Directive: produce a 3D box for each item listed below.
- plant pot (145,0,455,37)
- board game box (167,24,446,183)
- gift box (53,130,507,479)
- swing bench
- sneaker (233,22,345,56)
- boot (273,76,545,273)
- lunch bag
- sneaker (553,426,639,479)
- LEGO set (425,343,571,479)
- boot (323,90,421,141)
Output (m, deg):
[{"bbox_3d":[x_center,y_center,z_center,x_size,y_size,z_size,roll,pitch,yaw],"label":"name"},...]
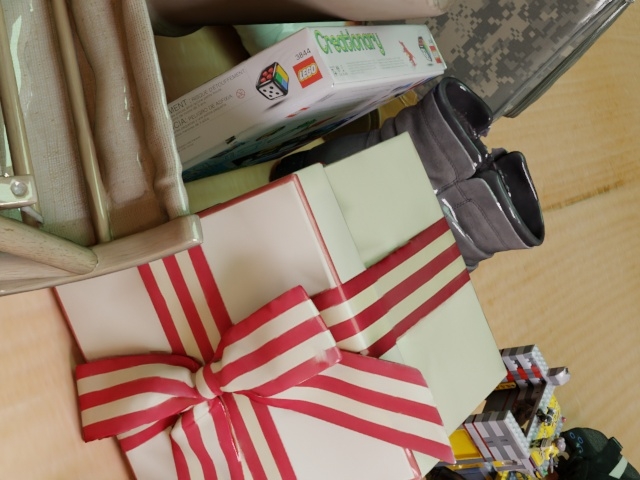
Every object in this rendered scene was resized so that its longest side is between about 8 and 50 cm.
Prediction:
[{"bbox_3d":[-0.016,-0.296,1.045,0.323,0.280,0.323,16,90,-75],"label":"plant pot"},{"bbox_3d":[-0.026,-0.114,1.107,0.053,0.193,0.305,65,22,0],"label":"board game box"},{"bbox_3d":[-0.012,0.086,0.996,0.276,0.255,0.258,64,28,0],"label":"gift box"},{"bbox_3d":[-0.218,-0.104,0.765,0.254,0.165,0.253,7,68,-62],"label":"swing bench"},{"bbox_3d":[-0.036,-0.305,1.327,0.169,0.108,0.292,50,37,-36],"label":"sneaker"},{"bbox_3d":[0.118,0.029,1.267,0.338,0.222,0.118,59,31,-20],"label":"boot"},{"bbox_3d":[0.233,-0.292,1.549,0.212,0.305,0.256,46,24,3],"label":"lunch bag"},{"bbox_3d":[0.290,0.290,1.561,0.217,0.079,0.121,-15,66,-49],"label":"sneaker"},{"bbox_3d":[0.141,0.249,1.167,0.331,0.192,0.255,-48,118,-48],"label":"LEGO set"},{"bbox_3d":[0.057,-0.146,1.425,0.152,0.073,0.197,-68,142,-48],"label":"boot"}]
